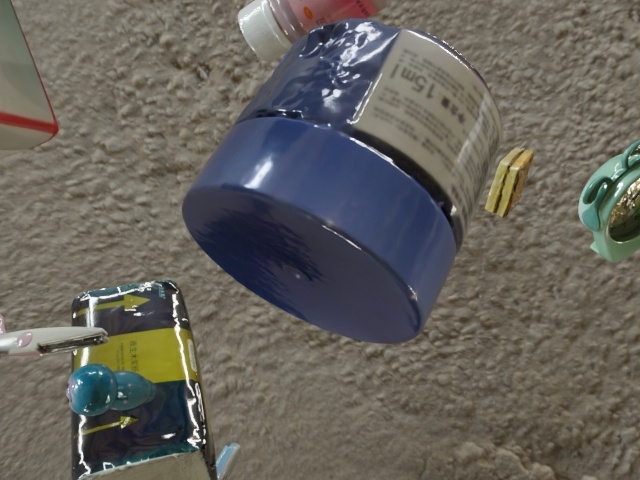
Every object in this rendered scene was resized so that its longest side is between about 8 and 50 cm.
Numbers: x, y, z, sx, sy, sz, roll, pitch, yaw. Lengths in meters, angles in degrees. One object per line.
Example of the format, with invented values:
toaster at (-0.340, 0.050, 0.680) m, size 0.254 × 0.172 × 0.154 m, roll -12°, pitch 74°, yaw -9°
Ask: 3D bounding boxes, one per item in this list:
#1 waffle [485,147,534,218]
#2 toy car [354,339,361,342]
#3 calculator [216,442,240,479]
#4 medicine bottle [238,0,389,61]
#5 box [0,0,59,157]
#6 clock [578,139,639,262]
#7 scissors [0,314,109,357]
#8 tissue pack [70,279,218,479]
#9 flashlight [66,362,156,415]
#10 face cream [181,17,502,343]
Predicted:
waffle at (0.349, -0.110, 1.076) m, size 0.043 × 0.148 × 0.102 m, roll 20°, pitch 119°, yaw 22°
toy car at (0.184, 0.169, 1.731) m, size 0.321 × 0.141 × 0.097 m, roll -43°, pitch 121°, yaw -16°
calculator at (-0.272, 0.630, 1.542) m, size 0.039 × 0.121 × 0.210 m, roll 23°, pitch 49°, yaw 11°
medicine bottle at (-0.013, -0.406, 0.996) m, size 0.247 × 0.147 × 0.147 m, roll -24°, pitch 90°, yaw 23°
box at (-0.412, -0.169, 0.337) m, size 0.300 × 0.312 × 0.314 m, roll -20°, pitch 92°, yaw 9°
clock at (0.447, -0.063, 0.858) m, size 0.148 × 0.060 × 0.188 m, roll -43°, pitch 132°, yaw 5°
scissors at (-0.290, 0.101, 0.576) m, size 0.176 × 0.022 × 0.085 m, roll -7°, pitch 55°, yaw 10°
tissue pack at (-0.368, 0.317, 1.204) m, size 0.254 × 0.264 × 0.416 m, roll -10°, pitch 48°, yaw -15°
flashlight at (-0.208, 0.155, 0.603) m, size 0.051 × 0.129 × 0.051 m, roll -4°, pitch 73°, yaw 14°
face cream at (0.028, -0.054, 0.576) m, size 0.249 × 0.249 × 0.225 m, roll 33°, pitch 65°, yaw -6°
